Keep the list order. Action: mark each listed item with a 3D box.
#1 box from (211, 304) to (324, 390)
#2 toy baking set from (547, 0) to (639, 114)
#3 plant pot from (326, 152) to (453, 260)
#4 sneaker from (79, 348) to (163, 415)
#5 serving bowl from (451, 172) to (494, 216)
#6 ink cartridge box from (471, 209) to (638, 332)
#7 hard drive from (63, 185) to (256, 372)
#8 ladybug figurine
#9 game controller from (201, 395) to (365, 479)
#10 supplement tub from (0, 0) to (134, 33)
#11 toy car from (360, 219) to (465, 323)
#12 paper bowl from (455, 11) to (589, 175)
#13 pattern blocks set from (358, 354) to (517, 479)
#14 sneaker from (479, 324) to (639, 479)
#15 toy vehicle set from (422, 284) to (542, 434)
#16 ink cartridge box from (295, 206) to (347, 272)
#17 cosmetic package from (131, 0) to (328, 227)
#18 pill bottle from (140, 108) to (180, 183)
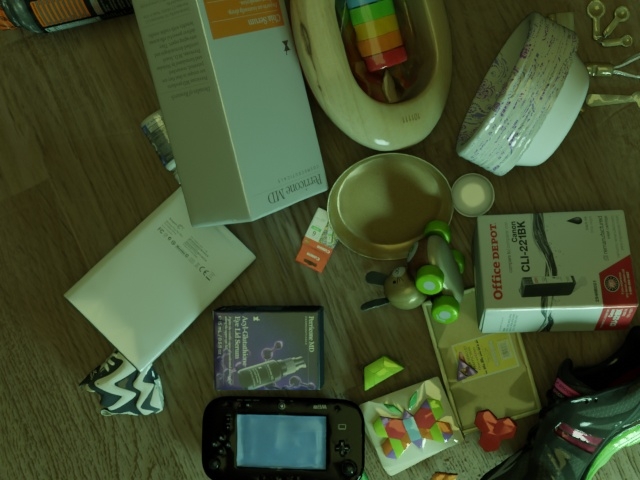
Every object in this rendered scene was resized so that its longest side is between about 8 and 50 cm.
[{"bbox_3d":[-0.096,0.202,1.961,0.207,0.108,0.153,-2,91,4],"label":"box"},{"bbox_3d":[0.526,-0.335,1.941,0.196,0.030,0.256,-30,90,4],"label":"toy baking set"},{"bbox_3d":[0.129,-0.067,1.928,0.236,0.032,0.236,-1,124,-1],"label":"plant pot"},{"bbox_3d":[-0.398,0.231,1.988,0.153,0.094,0.235,-12,101,-4],"label":"sneaker"},{"bbox_3d":[0.289,-0.086,1.966,0.083,0.027,0.083,0,91,4],"label":"serving bowl"},{"bbox_3d":[0.420,0.057,1.884,0.272,0.114,0.197,-3,63,4],"label":"ink cartridge box"},{"bbox_3d":[-0.300,0.070,1.950,0.203,0.040,0.307,44,73,2],"label":"hard drive"},{"bbox_3d":[0.078,-0.382,1.874,0.305,0.162,0.450,-17,100,-25],"label":"ladybug figurine"},{"bbox_3d":[-0.072,0.383,1.973,0.319,0.067,0.167,0,94,10],"label":"game controller"},{"bbox_3d":[-0.450,-0.504,1.910,0.337,0.207,0.207,-11,91,4],"label":"supplement tub"},{"bbox_3d":[0.162,0.072,1.925,0.188,0.155,0.149,-14,126,25],"label":"toy car"},{"bbox_3d":[0.368,-0.247,1.828,0.148,0.284,0.284,27,93,-3],"label":"paper bowl"},{"bbox_3d":[0.175,0.352,1.966,0.324,0.026,0.285,-38,86,12],"label":"pattern blocks set"},{"bbox_3d":[0.453,0.331,1.884,0.482,0.185,0.202,-39,108,-6],"label":"sneaker"},{"bbox_3d":[0.307,0.221,1.972,0.165,0.035,0.267,-16,91,4],"label":"toy vehicle set"},{"bbox_3d":[0.000,0.000,1.987,0.062,0.029,0.115,26,93,2],"label":"ink cartridge box"},{"bbox_3d":[-0.159,-0.273,1.835,0.161,0.230,0.454,-5,104,40],"label":"cosmetic package"},{"bbox_3d":[-0.278,-0.182,1.974,0.078,0.078,0.137,-31,89,4],"label":"pill bottle"}]
